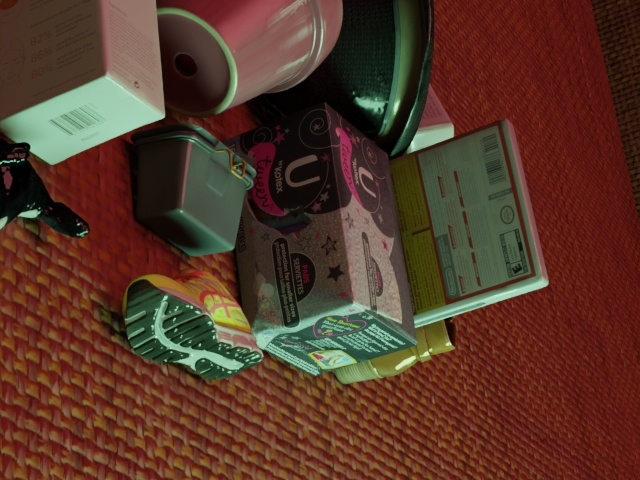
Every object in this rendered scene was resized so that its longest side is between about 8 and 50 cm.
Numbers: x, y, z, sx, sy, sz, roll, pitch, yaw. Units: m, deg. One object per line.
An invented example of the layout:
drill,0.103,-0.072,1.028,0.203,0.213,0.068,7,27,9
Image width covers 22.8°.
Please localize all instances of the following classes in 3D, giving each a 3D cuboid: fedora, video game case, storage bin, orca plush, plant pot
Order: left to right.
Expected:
orca plush,-0.261,-0.036,1.255,0.287,0.102,0.151,20,54,-62
storage bin,-0.125,-0.046,1.597,0.135,0.098,0.091,37,50,-53
plant pot,-0.101,-0.227,1.680,0.201,0.201,0.180,62,39,-19
fedora,0.017,-0.247,1.920,0.152,0.334,0.334,2,63,-21
video game case,0.108,-0.002,1.826,0.025,0.285,0.204,30,45,-58

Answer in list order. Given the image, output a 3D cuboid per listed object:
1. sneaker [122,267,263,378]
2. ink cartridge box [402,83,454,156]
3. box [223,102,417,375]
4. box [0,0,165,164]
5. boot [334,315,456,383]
sneaker,-0.131,0.065,1.517,0.208,0.081,0.094,42,29,-60
ink cartridge box,0.104,-0.123,2.090,0.296,0.066,0.261,-112,-166,-50
box,0.000,0.000,1.767,0.163,0.142,0.247,34,41,-55
box,-0.221,-0.177,1.423,0.091,0.130,0.171,36,41,-53
boot,0.083,0.067,1.887,0.073,0.152,0.197,31,44,-56
